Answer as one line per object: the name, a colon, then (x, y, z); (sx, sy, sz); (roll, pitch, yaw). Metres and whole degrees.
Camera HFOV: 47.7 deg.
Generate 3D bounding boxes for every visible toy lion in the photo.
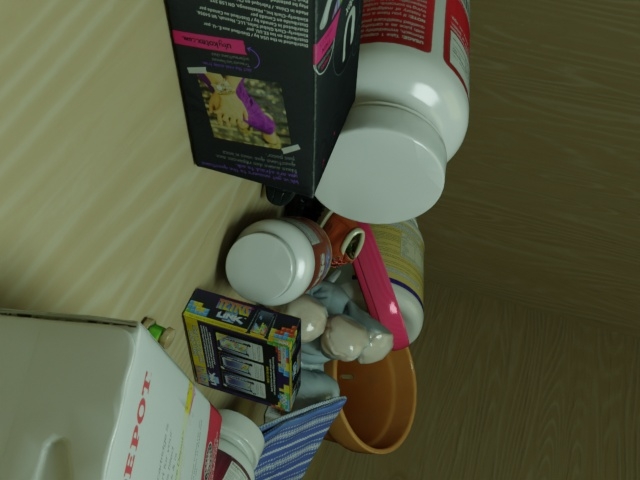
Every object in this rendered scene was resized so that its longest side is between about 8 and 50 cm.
toy lion: (-0.189, 0.134, 0.746); (0.100, 0.034, 0.096); (-31, 143, -76)

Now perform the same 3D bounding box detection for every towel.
towel: (-0.093, 0.414, 1.198); (0.243, 0.040, 0.336); (-6, 129, -52)

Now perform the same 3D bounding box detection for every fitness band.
fitness band: (0.106, 0.076, 1.420); (0.209, 0.054, 0.291); (78, -8, -73)

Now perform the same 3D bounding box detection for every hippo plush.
hippo plush: (-0.044, 0.188, 1.295); (0.237, 0.234, 0.294); (-60, -144, 13)

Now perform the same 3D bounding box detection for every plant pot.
plant pot: (0.045, 0.310, 1.548); (0.290, 0.203, 0.291); (21, 62, -46)

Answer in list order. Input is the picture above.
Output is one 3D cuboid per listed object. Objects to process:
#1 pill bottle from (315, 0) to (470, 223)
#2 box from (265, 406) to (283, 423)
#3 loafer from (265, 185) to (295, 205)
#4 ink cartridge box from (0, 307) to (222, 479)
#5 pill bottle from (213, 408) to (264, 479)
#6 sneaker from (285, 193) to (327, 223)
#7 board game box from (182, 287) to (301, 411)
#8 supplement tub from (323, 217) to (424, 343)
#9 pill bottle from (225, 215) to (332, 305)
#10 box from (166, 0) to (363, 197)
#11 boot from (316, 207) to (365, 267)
pill bottle: (0.094, -0.231, 1.020); (0.229, 0.228, 0.408); (93, 6, -52)
box: (-0.045, 0.290, 1.678); (0.063, 0.067, 0.324); (95, 13, -50)
loafer: (-0.041, -0.132, 1.088); (0.061, 0.062, 0.170); (49, 57, -84)
ink cartridge box: (-0.173, 0.203, 0.540); (0.306, 0.131, 0.226); (80, 16, -64)
pill bottle: (-0.158, 0.334, 0.943); (0.221, 0.121, 0.121); (-62, 164, -53)
sneaker: (-0.019, -0.077, 1.193); (0.147, 0.104, 0.296); (-19, 119, -75)
board game box: (-0.097, 0.145, 0.939); (0.170, 0.141, 0.048); (93, 17, -50)
supplement tub: (0.127, 0.074, 1.722); (0.241, 0.240, 0.331); (95, 3, -46)
pill bottle: (-0.059, 0.028, 1.039); (0.216, 0.121, 0.121); (-21, 125, -78)
box: (-0.044, -0.200, 0.713); (0.270, 0.143, 0.165); (92, 16, -54)
boot: (0.015, 0.024, 1.162); (0.059, 0.085, 0.158); (1, 125, -43)
